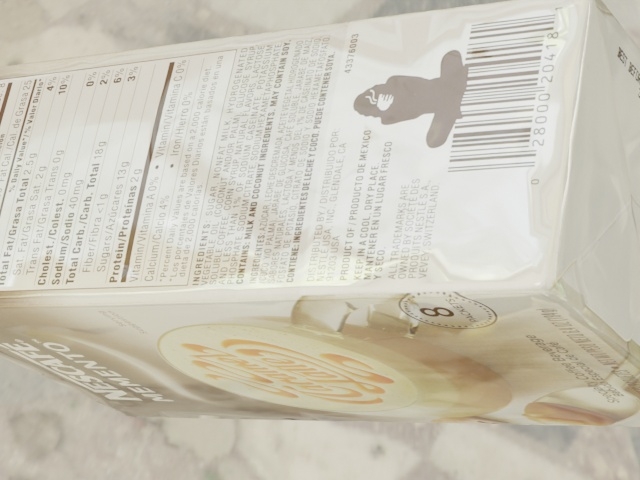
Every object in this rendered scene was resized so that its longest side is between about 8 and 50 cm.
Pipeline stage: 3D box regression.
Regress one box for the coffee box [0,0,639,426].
[{"bbox_3d":[0.000,0.000,0.554,0.246,0.141,0.098,-3,67,33],"label":"coffee box"}]
